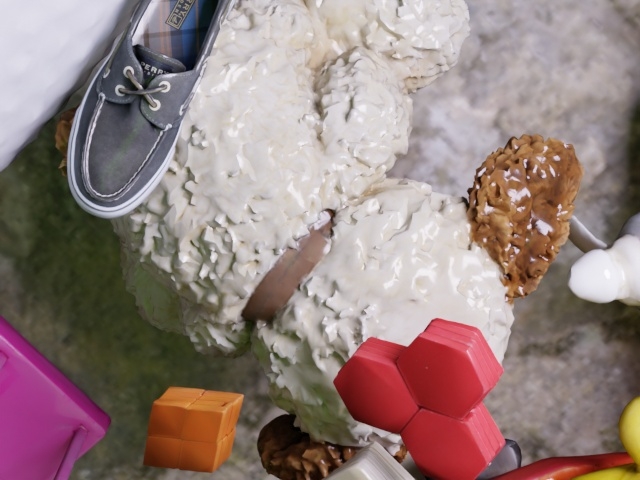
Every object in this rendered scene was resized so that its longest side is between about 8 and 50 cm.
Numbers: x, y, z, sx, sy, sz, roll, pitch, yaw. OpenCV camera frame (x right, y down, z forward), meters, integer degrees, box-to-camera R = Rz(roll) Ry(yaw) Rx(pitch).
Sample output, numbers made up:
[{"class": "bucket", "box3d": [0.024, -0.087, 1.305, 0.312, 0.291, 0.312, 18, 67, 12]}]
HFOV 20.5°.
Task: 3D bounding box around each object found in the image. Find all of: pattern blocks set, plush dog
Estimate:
[{"class": "pattern blocks set", "box3d": [0.021, 0.182, 0.880, 0.325, 0.026, 0.285, -24, 104, 42]}, {"class": "plush dog", "box3d": [0.000, 0.000, 0.887, 0.225, 0.210, 0.262, 42, 112, 13]}]

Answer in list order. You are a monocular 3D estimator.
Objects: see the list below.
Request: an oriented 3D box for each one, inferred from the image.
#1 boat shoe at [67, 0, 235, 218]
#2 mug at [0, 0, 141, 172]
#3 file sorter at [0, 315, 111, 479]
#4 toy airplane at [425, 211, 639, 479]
[{"class": "boat shoe", "box3d": [-0.076, -0.078, 0.799, 0.049, 0.040, 0.142, 24, 84, -3]}, {"class": "mug", "box3d": [-0.248, -0.195, 0.841, 0.328, 0.276, 0.374, -43, 75, 11]}, {"class": "file sorter", "box3d": [-0.306, 0.107, 1.003, 0.202, 0.182, 0.290, -40, 105, 20]}, {"class": "toy airplane", "box3d": [0.239, 0.160, 0.926, 0.386, 0.272, 0.384, 36, 93, 4]}]
